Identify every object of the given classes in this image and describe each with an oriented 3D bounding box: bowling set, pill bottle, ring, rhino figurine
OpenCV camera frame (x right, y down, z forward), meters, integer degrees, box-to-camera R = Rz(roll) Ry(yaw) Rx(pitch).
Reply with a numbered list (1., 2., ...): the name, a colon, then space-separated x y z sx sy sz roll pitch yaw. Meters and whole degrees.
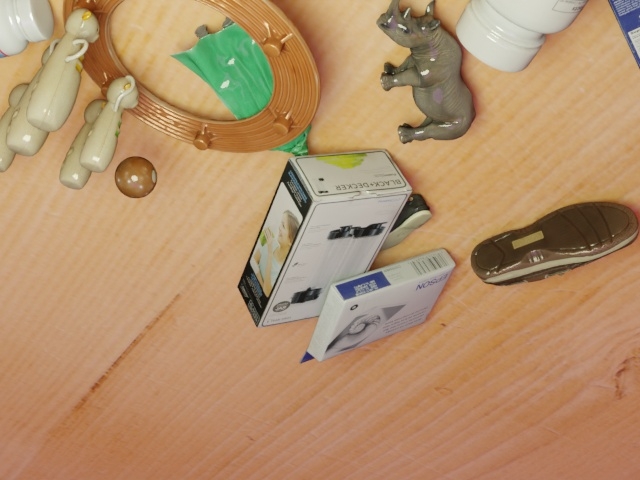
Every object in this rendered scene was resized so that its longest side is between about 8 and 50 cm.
1. bowling set: -0.292 -0.151 1.175 0.200 0.154 0.287 27 158 -29
2. pill bottle: 0.254 -0.312 1.059 0.131 0.131 0.229 16 134 -17
3. ring: -0.163 -0.215 1.145 0.337 0.032 0.336 15 148 10
4. rhino figurine: 0.134 -0.220 1.197 0.106 0.073 0.243 -10 135 15
5. pill bottle: -0.414 -0.263 1.130 0.160 0.087 0.087 -9 136 8

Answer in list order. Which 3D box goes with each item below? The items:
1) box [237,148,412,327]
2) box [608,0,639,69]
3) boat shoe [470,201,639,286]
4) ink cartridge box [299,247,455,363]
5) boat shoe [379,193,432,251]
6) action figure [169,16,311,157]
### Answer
1. box: 0.000 0.000 1.375 0.169 0.087 0.290 -9 144 -29
2. box: 0.432 -0.300 1.142 0.136 0.036 0.225 -24 133 22
3. boat shoe: 0.368 0.011 1.445 0.258 0.095 0.095 -14 149 22
4. ink cartridge box: 0.090 0.122 1.502 0.223 0.045 0.224 -17 147 -29
5. boat shoe: 0.114 -0.023 1.429 0.049 0.042 0.133 7 144 -46
6. action figure: -0.078 -0.193 1.227 0.137 0.063 0.232 -20 129 18
